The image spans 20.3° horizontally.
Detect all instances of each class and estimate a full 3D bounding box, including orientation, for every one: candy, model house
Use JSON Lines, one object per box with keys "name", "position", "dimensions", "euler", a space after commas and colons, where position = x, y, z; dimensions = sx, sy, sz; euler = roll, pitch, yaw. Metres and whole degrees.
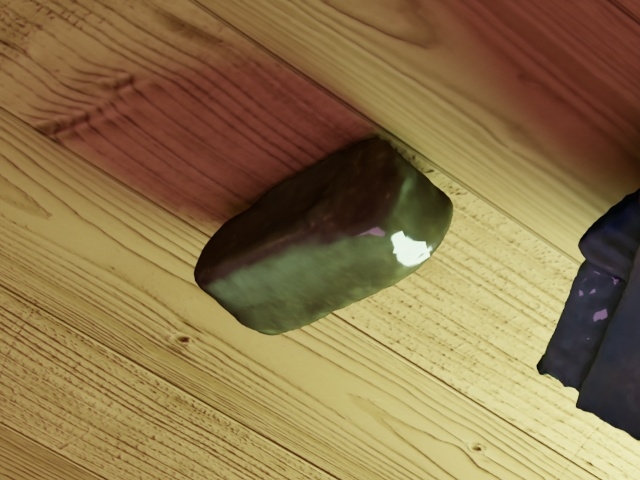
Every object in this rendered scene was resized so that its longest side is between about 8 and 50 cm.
{"name": "candy", "position": [0.000, 0.000, 1.536], "dimensions": [0.104, 0.102, 0.234], "euler": [38, 139, -28]}
{"name": "model house", "position": [0.361, -0.003, 1.342], "dimensions": [0.294, 0.251, 0.329], "euler": [27, 125, 23]}
